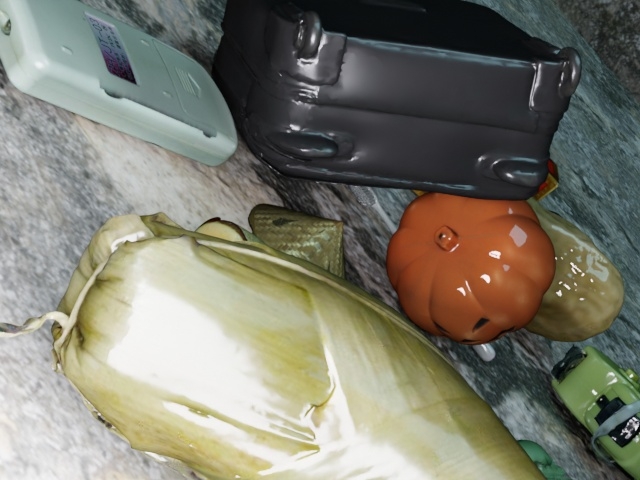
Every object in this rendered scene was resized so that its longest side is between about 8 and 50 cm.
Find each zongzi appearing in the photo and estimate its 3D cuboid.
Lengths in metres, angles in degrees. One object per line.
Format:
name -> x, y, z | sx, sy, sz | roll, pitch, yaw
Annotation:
zongzi -> -0.017, 0.122, 0.964 | 0.447, 0.181, 0.418 | 26, 6, -44

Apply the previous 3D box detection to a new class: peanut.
peanut -> 0.251, 0.018, 1.839 | 0.291, 0.159, 0.143 | 37, 66, -10

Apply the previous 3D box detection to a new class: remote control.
remote control -> -0.198, -0.163, 1.400 | 0.296, 0.056, 0.140 | 21, 38, -51

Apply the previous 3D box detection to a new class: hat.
hat -> 0.000, 0.000, 1.493 | 0.146, 0.067, 0.146 | 39, 25, -22

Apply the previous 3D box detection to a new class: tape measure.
tape measure -> 0.394, 0.240, 1.795 | 0.200, 0.106, 0.175 | 40, 11, -26

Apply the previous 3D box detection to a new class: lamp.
lamp -> 0.164, 0.021, 1.601 | 0.164, 0.188, 0.187 | 40, 20, -59

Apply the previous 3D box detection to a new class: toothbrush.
toothbrush -> 0.120, 0.034, 1.720 | 0.275, 0.019, 0.025 | 53, 29, 8

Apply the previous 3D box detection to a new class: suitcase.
suitcase -> 0.070, -0.182, 1.560 | 0.345, 0.188, 0.339 | 4, 24, -18

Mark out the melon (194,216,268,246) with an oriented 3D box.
melon -> -0.055, 0.048, 1.306 | 0.128, 0.079, 0.160 | 28, 31, -39

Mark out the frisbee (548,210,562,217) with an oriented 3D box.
frisbee -> 0.335, -0.034, 2.220 | 0.211, 0.012, 0.187 | 38, 26, -28

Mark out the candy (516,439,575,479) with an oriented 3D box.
candy -> 0.302, 0.339, 1.458 | 0.398, 0.172, 0.263 | 40, 5, 31

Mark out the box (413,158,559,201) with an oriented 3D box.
box -> 0.180, -0.119, 1.893 | 0.240, 0.153, 0.074 | 43, 28, -17
